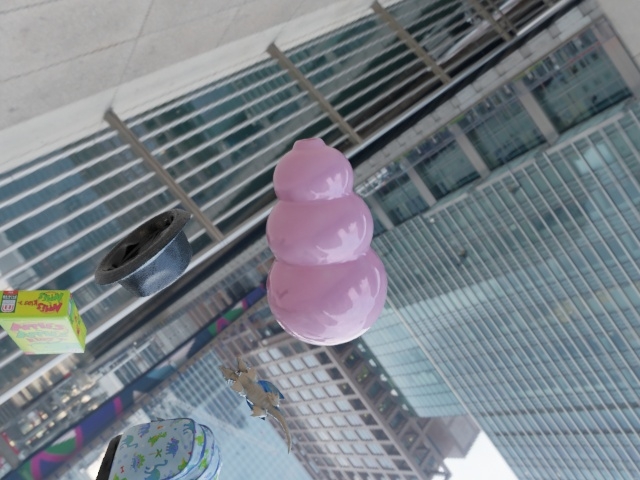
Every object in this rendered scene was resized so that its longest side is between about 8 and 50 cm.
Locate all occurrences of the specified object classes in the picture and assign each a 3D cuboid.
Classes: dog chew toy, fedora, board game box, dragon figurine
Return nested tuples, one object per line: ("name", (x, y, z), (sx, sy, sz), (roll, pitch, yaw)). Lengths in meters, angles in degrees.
("dog chew toy", (0.000, 0.000, 0.860), (0.206, 0.332, 0.207), (-7, -164, 2))
("fedora", (-0.499, 0.056, 1.557), (0.333, 0.153, 0.334), (-25, -152, 14))
("board game box", (-0.428, 0.131, 0.808), (0.092, 0.043, 0.181), (2, 152, -15))
("dragon figurine", (-0.149, 0.397, 1.311), (0.085, 0.289, 0.144), (-45, 165, -12))

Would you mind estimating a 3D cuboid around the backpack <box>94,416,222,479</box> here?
("backpack", (-0.477, 0.680, 1.560), (0.355, 0.274, 0.290), (2, -149, -3))
